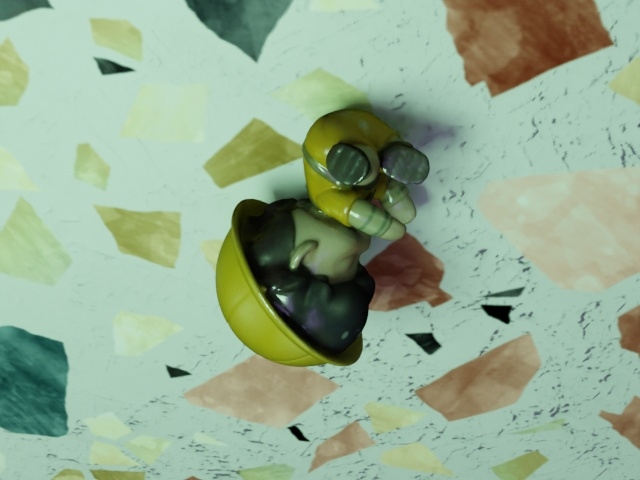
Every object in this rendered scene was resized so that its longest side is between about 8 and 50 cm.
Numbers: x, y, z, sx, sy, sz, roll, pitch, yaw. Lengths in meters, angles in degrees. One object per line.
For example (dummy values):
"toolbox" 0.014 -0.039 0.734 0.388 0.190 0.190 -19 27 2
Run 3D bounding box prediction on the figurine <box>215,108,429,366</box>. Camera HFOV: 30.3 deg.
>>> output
"figurine" -0.004 -0.002 1.127 0.167 0.192 0.257 28 110 18
